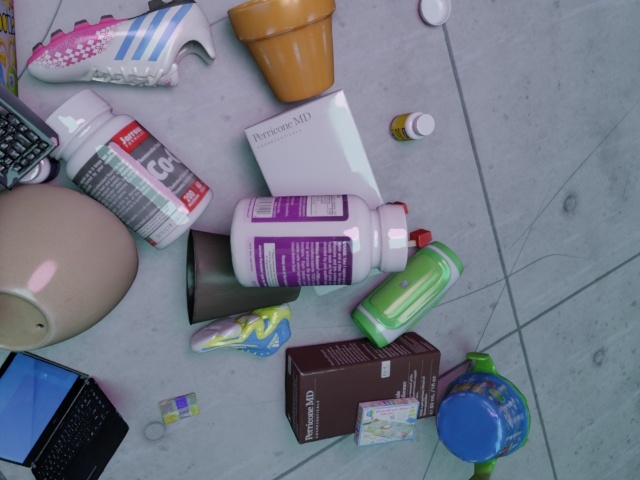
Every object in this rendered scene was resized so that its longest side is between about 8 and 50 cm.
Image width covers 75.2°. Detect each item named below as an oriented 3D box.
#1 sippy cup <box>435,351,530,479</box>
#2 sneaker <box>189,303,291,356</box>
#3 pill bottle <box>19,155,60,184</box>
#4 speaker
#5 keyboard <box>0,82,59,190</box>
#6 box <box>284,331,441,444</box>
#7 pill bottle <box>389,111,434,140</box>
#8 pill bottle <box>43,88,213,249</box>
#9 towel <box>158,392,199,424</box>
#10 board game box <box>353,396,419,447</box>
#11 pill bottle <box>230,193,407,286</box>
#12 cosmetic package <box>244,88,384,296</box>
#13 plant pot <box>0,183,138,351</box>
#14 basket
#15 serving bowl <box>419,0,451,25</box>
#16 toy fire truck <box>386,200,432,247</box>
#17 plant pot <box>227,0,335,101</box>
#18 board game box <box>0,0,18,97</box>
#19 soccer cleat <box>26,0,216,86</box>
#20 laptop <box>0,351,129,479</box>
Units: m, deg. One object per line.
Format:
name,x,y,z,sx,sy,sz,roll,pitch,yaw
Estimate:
sippy cup,0.417,0.474,1.105,0.240,0.305,0.224,-39,152,20
sneaker,-0.169,0.232,0.962,0.240,0.091,0.126,-20,107,-16
pill bottle,-0.518,-0.134,0.746,0.067,0.120,0.067,-4,102,-20
speaker,0.223,0.136,1.068,0.296,0.131,0.131,-41,111,-9
keyboard,-0.584,-0.198,0.605,0.201,0.033,0.317,-46,111,-5
box,0.108,0.364,1.065,0.382,0.143,0.191,-3,102,-18
pill bottle,0.219,-0.272,0.992,0.065,0.116,0.065,-4,101,-19
pill bottle,-0.359,-0.130,0.783,0.161,0.161,0.283,-48,112,-6
towel,-0.331,0.395,0.977,0.083,0.009,0.060,-10,103,-18
board game box,0.161,0.441,1.013,0.154,0.026,0.103,3,102,-21
pill bottle,0.000,0.000,0.768,0.302,0.169,0.169,-1,101,1
cosmetic package,0.016,-0.104,0.900,0.217,0.156,0.385,-22,109,8
plant pot,-0.482,0.072,0.706,0.284,0.191,0.284,-3,122,-5
basket,-0.167,0.074,0.905,0.227,0.154,0.204,-1,106,-24
serving bowl,0.272,-0.561,1.004,0.083,0.027,0.083,-4,102,-20
toy fire truck,0.184,-0.026,1.065,0.192,0.047,0.135,-22,109,-14
plant pot,-0.056,-0.394,0.839,0.205,0.205,0.188,-28,124,-13
board game box,-0.595,-0.310,0.672,0.144,0.142,0.275,0,100,-20
soccer cleat,-0.351,-0.337,0.770,0.331,0.116,0.143,-29,108,-13
laptop,-0.555,0.390,0.824,0.234,0.264,0.136,-58,149,-1
